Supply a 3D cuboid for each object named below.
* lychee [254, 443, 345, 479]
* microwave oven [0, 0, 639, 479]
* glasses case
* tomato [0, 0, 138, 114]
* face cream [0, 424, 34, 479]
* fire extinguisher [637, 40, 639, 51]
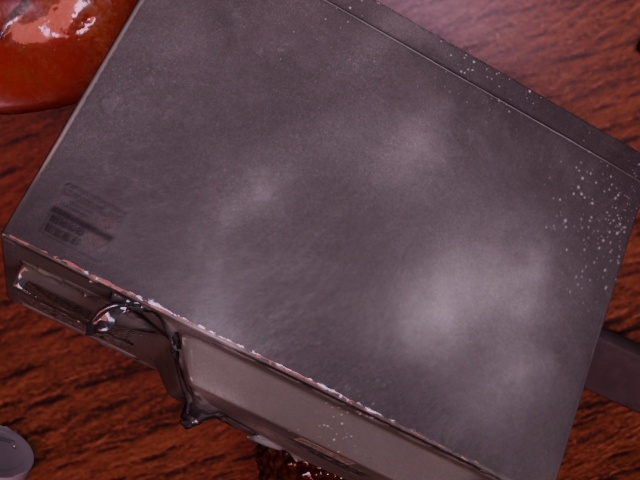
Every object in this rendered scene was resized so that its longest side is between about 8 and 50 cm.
[{"bbox_3d":[0.025,0.228,0.940,0.188,0.188,0.188,-1,107,-2],"label":"lychee"},{"bbox_3d":[0.000,0.000,0.770,0.432,0.236,0.374,28,68,-9],"label":"microwave oven"},{"bbox_3d":[0.294,0.126,0.991,0.190,0.042,0.072,25,111,-9],"label":"glasses case"},{"bbox_3d":[-0.272,-0.230,0.803,0.236,0.095,0.237,-1,82,9],"label":"tomato"},{"bbox_3d":[-0.399,0.313,0.995,0.095,0.096,0.214,25,105,-9],"label":"face cream"},{"bbox_3d":[0.371,-0.186,0.912,0.100,0.032,0.046,28,70,-10],"label":"fire extinguisher"}]
